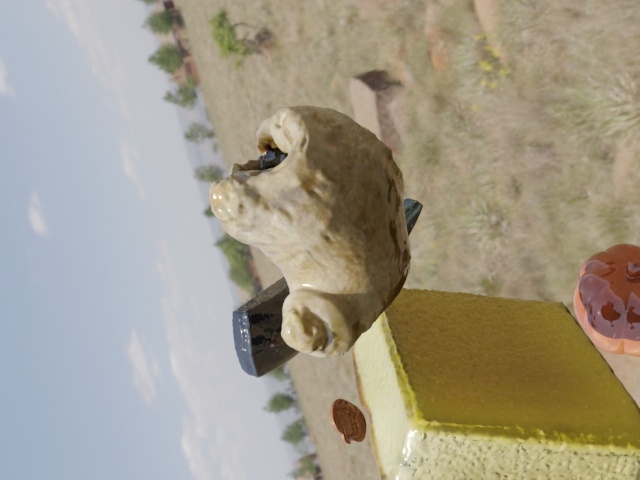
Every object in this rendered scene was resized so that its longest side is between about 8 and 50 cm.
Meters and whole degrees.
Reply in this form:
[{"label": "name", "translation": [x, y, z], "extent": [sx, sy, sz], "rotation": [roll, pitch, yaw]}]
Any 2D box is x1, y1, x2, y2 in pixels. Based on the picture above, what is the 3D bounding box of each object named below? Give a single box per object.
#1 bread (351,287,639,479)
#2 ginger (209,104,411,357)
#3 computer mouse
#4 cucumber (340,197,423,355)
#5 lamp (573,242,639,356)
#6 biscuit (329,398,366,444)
[{"label": "bread", "translation": [0.226, 0.200, 1.068], "extent": [0.324, 0.333, 0.143], "rotation": [-102, 21, -61]}, {"label": "ginger", "translation": [0.000, 0.000, 0.809], "extent": [0.130, 0.221, 0.275], "rotation": [14, 170, 47]}, {"label": "computer mouse", "translation": [-0.079, 0.182, 1.783], "extent": [0.100, 0.269, 0.170], "rotation": [4, 114, 35]}, {"label": "cucumber", "translation": [0.053, 0.038, 1.007], "extent": [0.062, 0.211, 0.078], "rotation": [28, 164, 6]}, {"label": "lamp", "translation": [0.509, 0.091, 1.315], "extent": [0.164, 0.187, 0.188], "rotation": [73, 175, -45]}, {"label": "biscuit", "translation": [0.050, 0.327, 1.441], "extent": [0.091, 0.015, 0.078], "rotation": [34, -135, -32]}]
